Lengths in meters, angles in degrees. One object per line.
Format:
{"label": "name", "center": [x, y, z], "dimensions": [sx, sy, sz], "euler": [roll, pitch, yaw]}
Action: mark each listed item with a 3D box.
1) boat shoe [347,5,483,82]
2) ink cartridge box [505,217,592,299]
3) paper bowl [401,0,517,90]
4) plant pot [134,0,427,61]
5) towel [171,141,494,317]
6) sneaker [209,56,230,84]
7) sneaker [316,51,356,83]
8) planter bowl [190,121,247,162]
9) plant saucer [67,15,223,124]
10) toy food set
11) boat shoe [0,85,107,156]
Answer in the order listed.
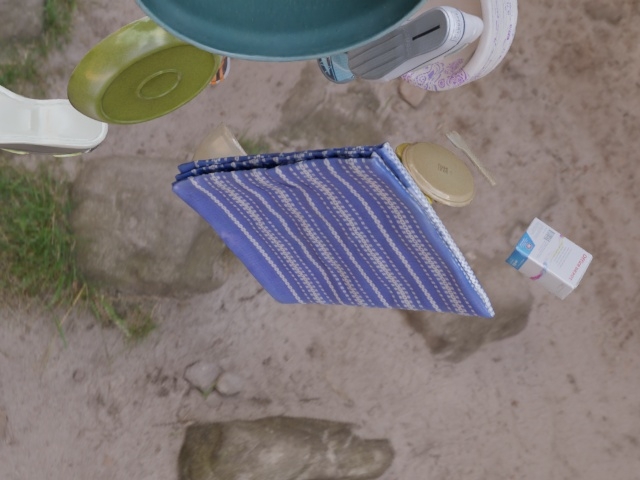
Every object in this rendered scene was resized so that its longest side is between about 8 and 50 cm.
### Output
{"label": "boat shoe", "center": [0.130, -0.265, 1.208], "dimensions": [0.076, 0.226, 0.083], "euler": [-3, 93, -35]}
{"label": "ink cartridge box", "center": [0.401, 0.032, 1.525], "dimensions": [0.122, 0.052, 0.088], "euler": [35, 56, 9]}
{"label": "paper bowl", "center": [0.245, -0.439, 1.664], "dimensions": [0.148, 0.284, 0.284], "euler": [-26, 79, -39]}
{"label": "plant pot", "center": [-0.036, -0.331, 0.794], "dimensions": [0.293, 0.293, 0.196], "euler": [3, 64, -17]}
{"label": "towel", "center": [0.000, 0.000, 0.960], "dimensions": [0.243, 0.336, 0.040], "euler": [52, 57, -30]}
{"label": "sneaker", "center": [-0.267, -0.543, 2.044], "dimensions": [0.125, 0.180, 0.321], "euler": [-13, 81, -10]}
{"label": "sneaker", "center": [0.033, -0.344, 1.334], "dimensions": [0.104, 0.262, 0.125], "euler": [5, 42, -1]}
{"label": "planter bowl", "center": [-0.168, -0.111, 1.527], "dimensions": [0.109, 0.162, 0.162], "euler": [-35, 82, 1]}
{"label": "plant saucer", "center": [-0.231, -0.229, 1.211], "dimensions": [0.241, 0.241, 0.037], "euler": [-23, 76, -24]}
{"label": "toy food set", "center": [0.165, -0.095, 1.263], "dimensions": [0.192, 0.038, 0.132], "euler": [-17, 62, -43]}
{"label": "boat shoe", "center": [-0.517, -0.198, 1.453], "dimensions": [0.305, 0.091, 0.109], "euler": [7, 76, -24]}
